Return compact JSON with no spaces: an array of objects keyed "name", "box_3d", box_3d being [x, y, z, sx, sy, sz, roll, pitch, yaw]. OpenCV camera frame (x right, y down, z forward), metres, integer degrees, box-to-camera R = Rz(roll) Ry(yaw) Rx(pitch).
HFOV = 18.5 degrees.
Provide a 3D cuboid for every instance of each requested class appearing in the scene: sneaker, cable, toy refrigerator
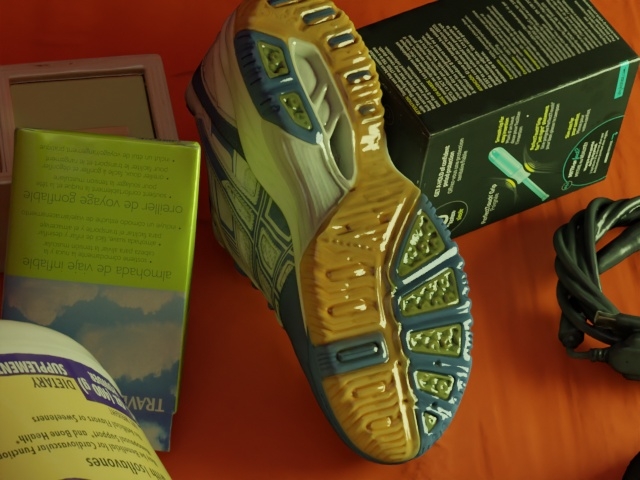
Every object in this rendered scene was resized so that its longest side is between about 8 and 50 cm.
[{"name":"sneaker","box_3d":[0.000,0.000,1.197,0.112,0.131,0.296,-6,72,-32]},{"name":"cable","box_3d":[0.237,0.032,1.235,0.184,0.047,0.150,2,45,-1]},{"name":"toy refrigerator","box_3d":[-0.225,-0.045,1.207,0.269,0.094,0.102,-5,51,-11]}]

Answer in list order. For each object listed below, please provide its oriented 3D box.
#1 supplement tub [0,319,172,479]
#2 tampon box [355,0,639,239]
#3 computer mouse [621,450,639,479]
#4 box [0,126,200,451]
[{"name":"supplement tub","box_3d":[-0.137,0.227,0.895,0.241,0.241,0.331,-21,56,-22]},{"name":"tampon box","box_3d":[0.102,-0.086,1.261,0.161,0.120,0.101,-21,56,-22]},{"name":"computer mouse","box_3d":[0.279,0.193,1.081,0.188,0.072,0.272,-29,59,-26]},{"name":"box","box_3d":[-0.130,0.027,1.139,0.109,0.042,0.178,5,95,-1]}]
